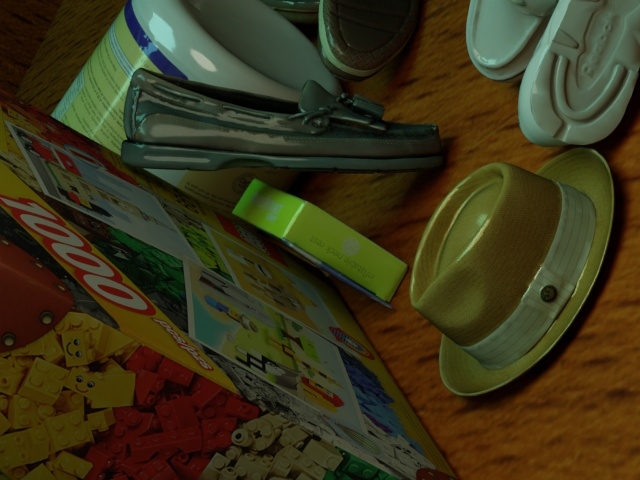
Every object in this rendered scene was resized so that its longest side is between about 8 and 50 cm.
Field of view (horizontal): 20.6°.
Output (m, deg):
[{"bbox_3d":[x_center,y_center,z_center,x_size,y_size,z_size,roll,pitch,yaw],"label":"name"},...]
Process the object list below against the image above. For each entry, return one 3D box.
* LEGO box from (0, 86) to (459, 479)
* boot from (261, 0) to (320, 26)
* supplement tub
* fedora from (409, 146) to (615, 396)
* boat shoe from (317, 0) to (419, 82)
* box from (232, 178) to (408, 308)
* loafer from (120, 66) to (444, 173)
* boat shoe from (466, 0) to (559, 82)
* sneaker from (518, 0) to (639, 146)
[{"bbox_3d":[-0.142,0.095,1.290,0.193,0.372,0.500,-57,20,9],"label":"LEGO box"},{"bbox_3d":[-0.048,-0.256,1.993,0.112,0.115,0.305,-26,22,-27],"label":"boot"},{"bbox_3d":[-0.157,-0.081,1.767,0.331,0.241,0.241,-52,21,22],"label":"supplement tub"},{"bbox_3d":[0.119,0.010,1.203,0.194,0.079,0.194,-50,22,29],"label":"fedora"},{"bbox_3d":[0.046,-0.231,1.726,0.095,0.095,0.257,120,172,-46],"label":"boat shoe"},{"bbox_3d":[0.000,0.000,1.464,0.042,0.109,0.178,-59,20,-1],"label":"box"},{"bbox_3d":[-0.030,-0.099,1.445,0.096,0.267,0.084,-122,32,-83],"label":"loafer"},{"bbox_3d":[0.162,-0.216,1.299,0.088,0.096,0.267,-25,-23,-40],"label":"boat shoe"},{"bbox_3d":[0.208,-0.173,1.245,0.235,0.090,0.095,-57,3,-3],"label":"sneaker"}]
